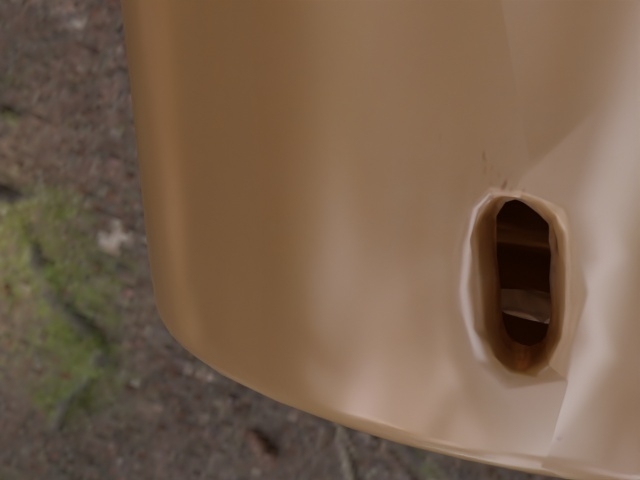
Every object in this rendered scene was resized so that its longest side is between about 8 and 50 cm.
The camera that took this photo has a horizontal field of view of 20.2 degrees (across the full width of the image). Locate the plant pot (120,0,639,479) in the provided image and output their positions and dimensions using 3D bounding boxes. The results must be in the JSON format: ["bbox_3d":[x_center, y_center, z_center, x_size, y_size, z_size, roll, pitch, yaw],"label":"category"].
[{"bbox_3d":[0.069,-0.066,0.437,0.291,0.291,0.203,10,101,4],"label":"plant pot"}]
